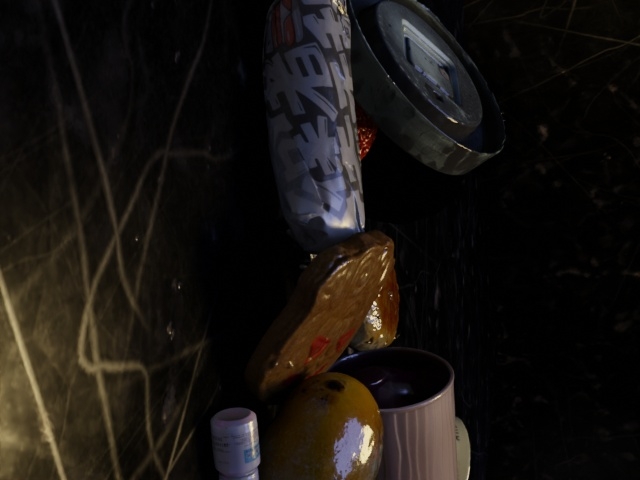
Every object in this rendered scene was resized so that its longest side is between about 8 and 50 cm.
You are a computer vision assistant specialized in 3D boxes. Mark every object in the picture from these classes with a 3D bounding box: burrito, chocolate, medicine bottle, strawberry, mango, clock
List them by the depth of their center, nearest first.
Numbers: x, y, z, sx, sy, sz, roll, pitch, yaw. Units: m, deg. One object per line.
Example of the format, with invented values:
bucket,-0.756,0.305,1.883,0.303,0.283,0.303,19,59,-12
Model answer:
medicine bottle,-0.094,0.236,0.957,0.052,0.052,0.089,-33,120,-70
mango,-0.020,0.317,1.056,0.316,0.146,0.193,-69,161,-2
burrito,-0.011,-0.193,1.126,0.139,0.101,0.445,6,77,-47
strawberry,0.043,-0.199,1.393,0.188,0.082,0.121,74,25,-47
clock,0.160,-0.279,1.444,0.386,0.076,0.386,32,37,-28
chocolate,0.154,-0.164,1.613,0.206,0.224,0.177,65,6,-51

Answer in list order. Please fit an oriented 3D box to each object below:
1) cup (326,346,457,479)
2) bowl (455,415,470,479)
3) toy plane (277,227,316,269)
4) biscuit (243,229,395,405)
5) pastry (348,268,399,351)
cup,0.103,0.319,1.394,0.288,0.208,0.273,-149,-130,-65
bowl,0.171,0.430,1.599,0.238,0.126,0.238,-164,-90,-77
toy plane,-0.011,-0.001,1.229,0.234,0.082,0.160,14,85,-57
biscuit,0.009,0.102,1.093,0.257,0.049,0.273,-59,163,14
pastry,0.076,0.095,1.428,0.192,0.093,0.182,31,53,-69
